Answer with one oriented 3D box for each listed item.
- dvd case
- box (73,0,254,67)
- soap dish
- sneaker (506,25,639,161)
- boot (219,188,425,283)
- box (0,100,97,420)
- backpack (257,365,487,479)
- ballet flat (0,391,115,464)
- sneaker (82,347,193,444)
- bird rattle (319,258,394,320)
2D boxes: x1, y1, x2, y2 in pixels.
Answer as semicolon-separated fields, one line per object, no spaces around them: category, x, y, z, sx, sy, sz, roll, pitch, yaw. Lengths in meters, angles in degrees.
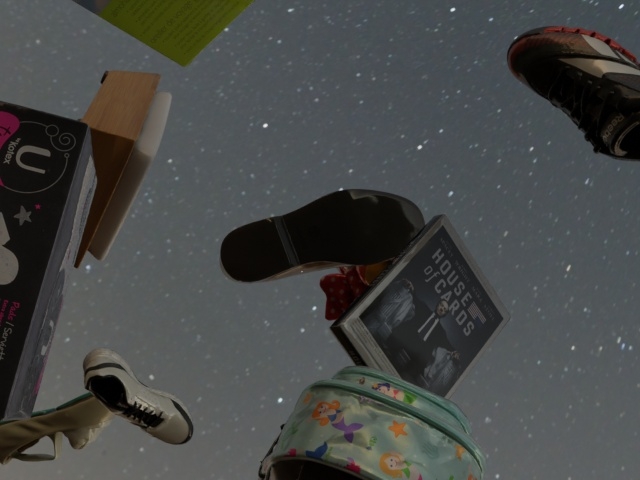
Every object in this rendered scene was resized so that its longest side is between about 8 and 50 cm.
dvd case;0.135;0.104;0.979;0.029;0.239;0.179;-16;-68;54
box;-0.148;-0.217;0.592;0.178;0.042;0.109;26;-40;-33
soap dish;-0.332;-0.127;1.194;0.118;0.291;0.229;24;-65;-16
sneaker;0.340;-0.171;0.918;0.276;0.135;0.097;31;-42;19
boot;0.000;0.000;1.120;0.115;0.305;0.112;129;-51;-73
box;-0.291;0.021;0.661;0.142;0.247;0.163;15;-15;-10
backpack;0.054;0.246;0.799;0.225;0.191;0.253;23;-33;10
ballet flat;-0.369;0.269;1.102;0.248;0.086;0.086;-18;-76;15
sneaker;-0.148;0.133;0.615;0.109;0.044;0.040;40;-84;-16
bird rattle;0.103;0.066;1.294;0.253;0.143;0.207;39;-44;50
